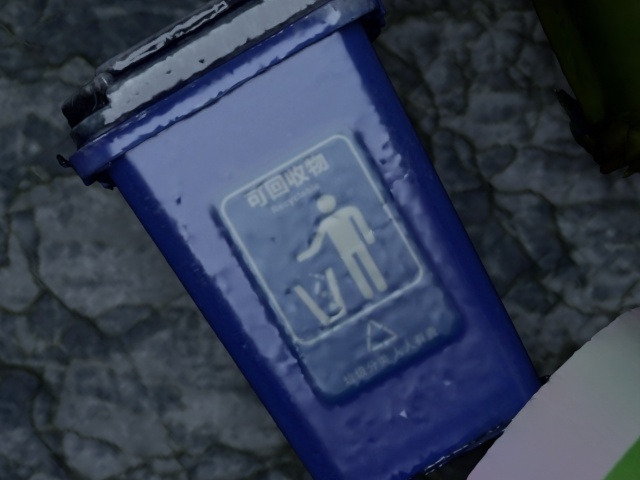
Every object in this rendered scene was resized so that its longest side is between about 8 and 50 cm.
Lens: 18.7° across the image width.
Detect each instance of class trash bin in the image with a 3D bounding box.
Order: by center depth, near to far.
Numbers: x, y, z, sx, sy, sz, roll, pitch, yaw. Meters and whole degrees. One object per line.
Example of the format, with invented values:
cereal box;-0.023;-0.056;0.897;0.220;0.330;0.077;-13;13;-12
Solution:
trash bin;0.000;0.000;0.923;0.163;0.184;0.234;-31;89;3

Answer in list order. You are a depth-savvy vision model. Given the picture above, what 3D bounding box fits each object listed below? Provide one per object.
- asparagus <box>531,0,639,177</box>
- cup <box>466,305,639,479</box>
asparagus;0.121;-0.220;0.960;0.108;0.128;0.381;-11;73;-39
cup;0.189;0.178;0.826;0.274;0.253;0.253;38;88;18
